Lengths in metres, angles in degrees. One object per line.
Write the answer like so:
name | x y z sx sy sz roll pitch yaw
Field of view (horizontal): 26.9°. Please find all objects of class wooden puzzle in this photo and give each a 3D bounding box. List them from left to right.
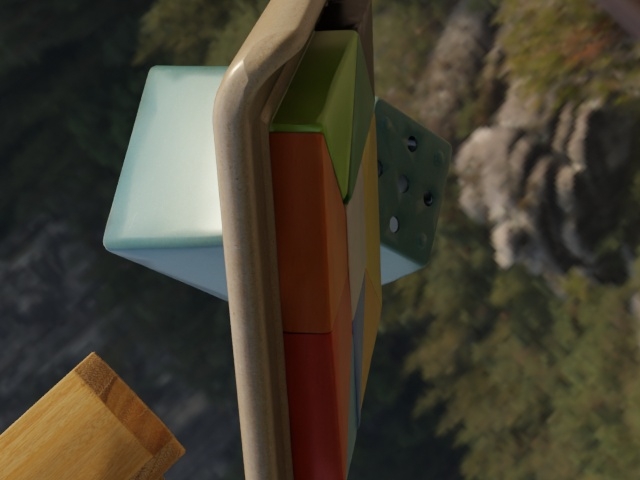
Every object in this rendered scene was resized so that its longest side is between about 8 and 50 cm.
wooden puzzle | 0.000 0.000 0.537 0.044 0.221 0.238 5 117 6

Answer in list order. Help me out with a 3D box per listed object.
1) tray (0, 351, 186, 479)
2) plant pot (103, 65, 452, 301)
tray | -0.199 0.186 0.802 0.076 0.203 0.411 46 162 1
plant pot | -0.024 -0.043 1.089 0.234 0.165 0.165 2 163 42
